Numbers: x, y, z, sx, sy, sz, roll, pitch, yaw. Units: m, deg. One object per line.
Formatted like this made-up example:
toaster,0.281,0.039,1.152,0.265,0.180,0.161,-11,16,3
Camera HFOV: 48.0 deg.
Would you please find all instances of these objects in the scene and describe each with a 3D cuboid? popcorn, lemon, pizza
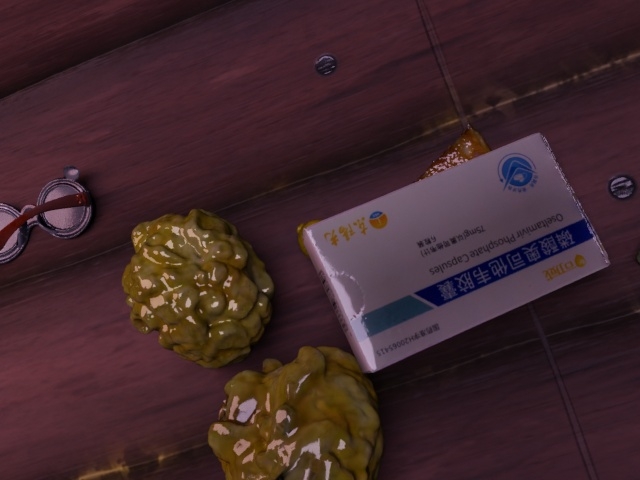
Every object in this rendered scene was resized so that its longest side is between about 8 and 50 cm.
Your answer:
popcorn,-0.174,0.071,1.001,0.235,0.217,0.181,31,61,24
lemon,0.000,0.000,1.033,0.083,0.062,0.062,31,87,16
pizza,0.192,-0.072,1.010,0.131,0.041,0.178,-17,77,4
popcorn,-0.024,0.273,0.910,0.252,0.215,0.286,0,70,52

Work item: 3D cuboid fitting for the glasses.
glasses,-0.488,-0.025,1.060,0.234,0.268,0.118,-18,94,8

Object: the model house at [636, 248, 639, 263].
model house,0.467,0.012,0.923,0.083,0.066,0.079,-40,61,-15

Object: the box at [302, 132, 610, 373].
box,0.172,0.013,0.925,0.343,0.065,0.200,-23,79,-10
